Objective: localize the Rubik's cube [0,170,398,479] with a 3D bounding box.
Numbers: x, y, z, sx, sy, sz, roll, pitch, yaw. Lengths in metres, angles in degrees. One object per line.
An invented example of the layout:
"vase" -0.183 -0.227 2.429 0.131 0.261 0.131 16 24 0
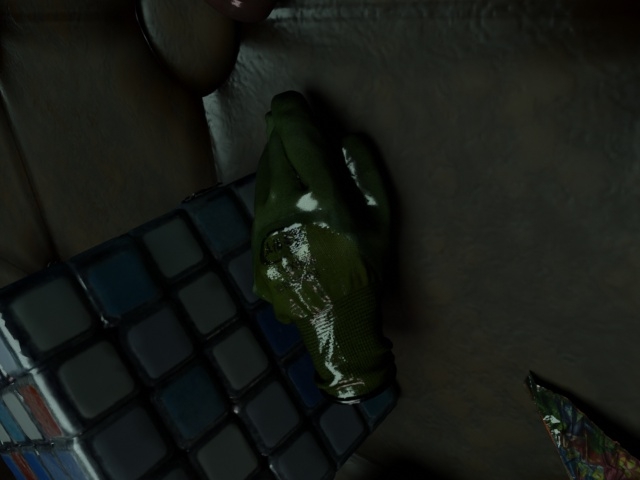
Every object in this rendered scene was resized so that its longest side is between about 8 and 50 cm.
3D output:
"Rubik's cube" -0.152 0.139 0.566 0.287 0.292 0.293 -25 99 47

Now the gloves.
"gloves" 0.000 0.005 0.469 0.135 0.107 0.268 -17 89 6

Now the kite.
"kite" 0.244 0.189 0.410 0.232 0.009 0.189 41 150 34

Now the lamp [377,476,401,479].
"lamp" 0.066 0.360 0.596 0.180 0.180 0.258 46 138 11

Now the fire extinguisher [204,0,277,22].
"fire extinguisher" -0.009 -0.239 0.356 0.231 0.071 0.099 -40 67 48
